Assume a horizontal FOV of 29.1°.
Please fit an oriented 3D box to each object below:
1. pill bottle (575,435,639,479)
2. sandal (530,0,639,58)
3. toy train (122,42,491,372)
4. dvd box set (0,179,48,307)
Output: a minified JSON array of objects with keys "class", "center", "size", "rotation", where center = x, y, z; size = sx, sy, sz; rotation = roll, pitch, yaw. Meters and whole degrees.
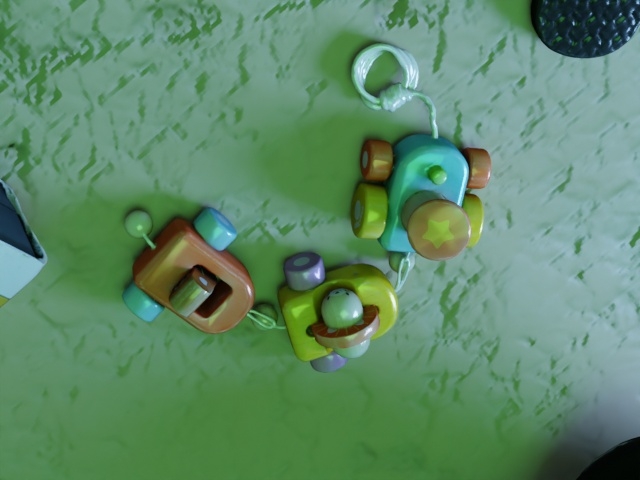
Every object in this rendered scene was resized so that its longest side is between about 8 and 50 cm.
[{"class":"pill bottle","center":[0.226,0.184,0.630],"size":[0.219,0.123,0.123],"rotation":[26,107,-37]},{"class":"sandal","center":[0.124,-0.161,0.503],"size":[0.067,0.040,0.179],"rotation":[6,128,-10]},{"class":"toy train","center":[0.000,0.000,0.541],"size":[0.166,0.046,0.125],"rotation":[-41,117,8]},{"class":"dvd box set","center":[-0.341,0.075,0.411],"size":[0.420,0.062,0.307],"rotation":[-40,148,7]}]
